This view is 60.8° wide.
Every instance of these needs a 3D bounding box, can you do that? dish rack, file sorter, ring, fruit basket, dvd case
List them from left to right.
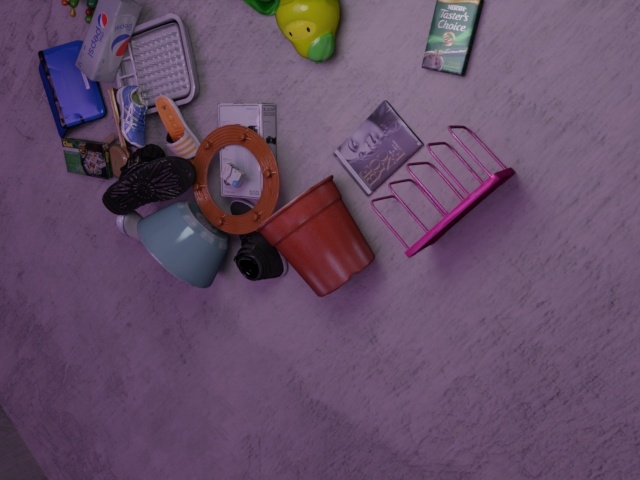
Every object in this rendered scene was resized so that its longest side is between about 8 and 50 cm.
[{"bbox_3d":[-0.543,-0.573,1.817,0.333,0.072,0.285,-5,98,30],"label":"dish rack"},{"bbox_3d":[-0.270,-0.183,1.666,0.337,0.032,0.336,5,100,30],"label":"ring"},{"bbox_3d":[-0.063,-0.673,1.437,0.392,0.283,0.392,-4,81,30],"label":"fruit basket"},{"bbox_3d":[0.157,-0.256,1.532,0.221,0.018,0.164,-43,80,29],"label":"dvd case"},{"bbox_3d":[0.300,-0.131,1.376,0.182,0.202,0.290,51,119,11],"label":"file sorter"}]

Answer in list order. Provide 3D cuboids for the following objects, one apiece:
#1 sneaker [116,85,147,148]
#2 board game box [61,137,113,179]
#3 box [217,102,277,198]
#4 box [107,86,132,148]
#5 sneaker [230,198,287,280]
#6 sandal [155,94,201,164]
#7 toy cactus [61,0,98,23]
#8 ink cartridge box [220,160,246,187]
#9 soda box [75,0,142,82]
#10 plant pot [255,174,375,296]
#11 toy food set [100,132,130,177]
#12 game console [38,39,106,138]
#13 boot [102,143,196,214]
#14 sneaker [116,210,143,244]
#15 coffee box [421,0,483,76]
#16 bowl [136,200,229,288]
[{"bbox_3d":[-0.617,-0.412,1.808,0.081,0.080,0.211,-8,98,31],"label":"sneaker"},{"bbox_3d":[-0.887,-0.313,2.069,0.260,0.030,0.136,13,117,32],"label":"board game box"},{"bbox_3d":[-0.224,-0.280,1.698,0.169,0.087,0.290,6,104,28],"label":"box"},{"bbox_3d":[-0.692,-0.422,1.888,0.021,0.164,0.201,-11,104,-9],"label":"box"},{"bbox_3d":[-0.227,0.000,1.729,0.104,0.147,0.295,-35,82,32],"label":"sneaker"},{"bbox_3d":[-0.478,-0.342,1.792,0.102,0.076,0.265,-14,115,34],"label":"sandal"},{"bbox_3d":[-0.814,-0.878,1.892,0.180,0.112,0.219,-14,86,21],"label":"toy cactus"},{"bbox_3d":[-0.266,-0.199,1.626,0.083,0.028,0.048,36,114,21],"label":"ink cartridge box"},{"bbox_3d":[-0.695,-0.666,1.787,0.098,0.091,0.286,42,116,17],"label":"soda box"},{"bbox_3d":[0.000,0.000,1.551,0.272,0.272,0.265,-35,91,30],"label":"plant pot"},{"bbox_3d":[-0.739,-0.292,2.014,0.132,0.038,0.192,-20,96,39],"label":"toy food set"},{"bbox_3d":[-0.945,-0.566,2.068,0.250,0.173,0.293,-16,94,0],"label":"game console"},{"bbox_3d":[-0.542,-0.234,1.806,0.348,0.260,0.131,-16,121,17],"label":"boot"},{"bbox_3d":[-0.615,-0.039,1.900,0.091,0.258,0.094,12,76,13],"label":"sneaker"},{"bbox_3d":[0.328,-0.515,1.365,0.113,0.040,0.184,21,111,24],"label":"coffee box"},{"bbox_3d":[-0.419,-0.012,1.771,0.163,0.311,0.311,-45,78,10],"label":"bowl"}]
